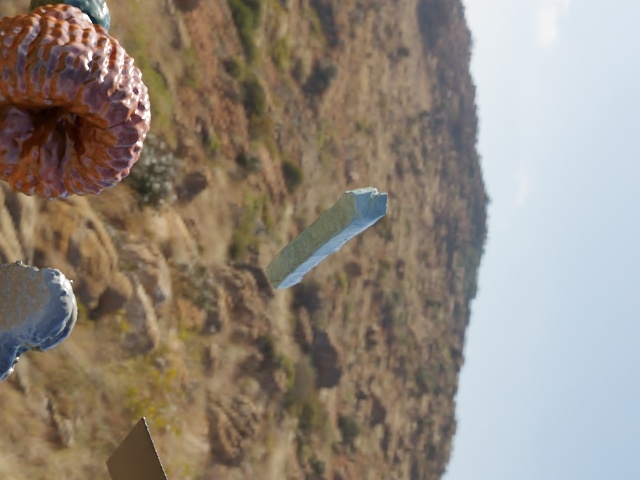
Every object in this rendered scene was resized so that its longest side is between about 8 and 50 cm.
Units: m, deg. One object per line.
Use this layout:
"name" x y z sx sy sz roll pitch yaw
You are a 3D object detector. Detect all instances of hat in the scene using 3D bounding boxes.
"hat" -0.398 -0.244 1.567 0.400 0.285 0.285 -90 -176 -60

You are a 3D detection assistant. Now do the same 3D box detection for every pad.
"pad" -0.229 0.341 1.304 0.170 0.006 0.245 65 -31 16

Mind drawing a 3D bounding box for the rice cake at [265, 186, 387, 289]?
"rice cake" 0.000 0.000 1.151 0.245 0.045 0.042 -39 -113 55

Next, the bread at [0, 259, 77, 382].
"bread" -0.502 0.109 1.333 0.102 0.337 0.183 96 1 -80
